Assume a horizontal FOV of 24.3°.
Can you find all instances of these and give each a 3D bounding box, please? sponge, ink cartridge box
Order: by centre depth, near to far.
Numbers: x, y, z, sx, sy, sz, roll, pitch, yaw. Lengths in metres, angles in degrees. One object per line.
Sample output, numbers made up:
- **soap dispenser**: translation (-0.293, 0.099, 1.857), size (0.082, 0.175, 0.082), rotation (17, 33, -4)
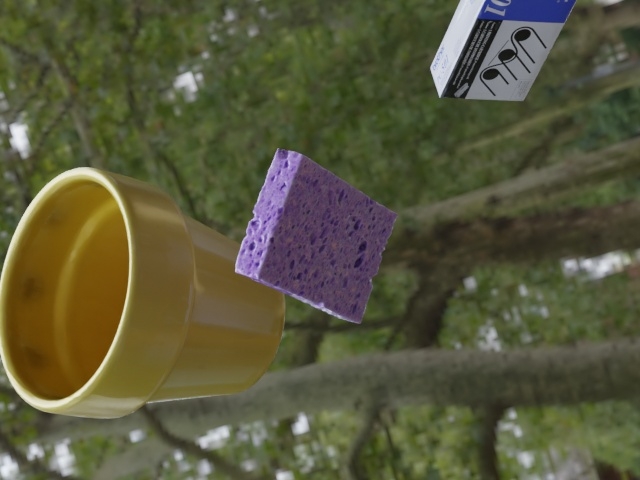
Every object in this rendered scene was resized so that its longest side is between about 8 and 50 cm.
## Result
- **sponge**: translation (0.000, 0.000, 1.377), size (0.210, 0.031, 0.117), rotation (28, -99, -60)
- **ink cartridge box**: translation (0.187, -0.223, 1.460), size (0.207, 0.097, 0.046), rotation (113, 151, -48)

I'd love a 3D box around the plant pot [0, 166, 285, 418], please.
- **plant pot**: translation (-0.177, 0.068, 1.583), size (0.239, 0.254, 0.254), rotation (13, -124, -40)
